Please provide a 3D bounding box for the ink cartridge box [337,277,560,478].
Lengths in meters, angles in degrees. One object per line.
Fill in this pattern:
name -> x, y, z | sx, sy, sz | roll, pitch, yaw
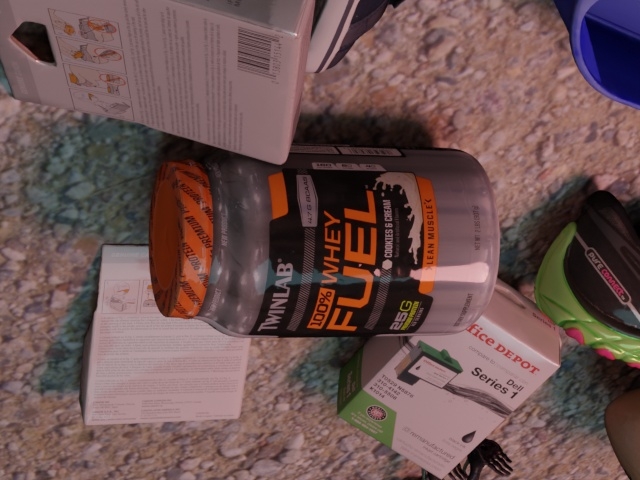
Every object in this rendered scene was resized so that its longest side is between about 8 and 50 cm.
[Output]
ink cartridge box -> 0.146, 0.145, 1.686 | 0.160, 0.092, 0.219 | 32, 120, -14

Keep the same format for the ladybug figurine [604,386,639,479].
ladybug figurine -> 0.557, 0.259, 1.831 | 0.449, 0.161, 0.305 | 1, 176, -26

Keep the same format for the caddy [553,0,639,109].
caddy -> 0.370, -0.224, 1.359 | 0.341, 0.179, 0.241 | 16, 126, -31

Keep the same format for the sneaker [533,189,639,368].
sneaker -> 0.484, 0.062, 1.649 | 0.483, 0.185, 0.202 | 13, 105, -17

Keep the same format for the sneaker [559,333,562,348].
sneaker -> 0.215, 0.130, 1.756 | 0.152, 0.053, 0.061 | -14, 134, -3

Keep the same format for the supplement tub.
supplement tub -> 0.000, 0.000, 1.451 | 0.316, 0.193, 0.193 | 0, 134, -19

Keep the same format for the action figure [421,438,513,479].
action figure -> 0.144, 0.375, 1.920 | 0.164, 0.141, 0.275 | -6, 135, -29

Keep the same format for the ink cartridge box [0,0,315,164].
ink cartridge box -> -0.141, -0.168, 1.232 | 0.261, 0.066, 0.296 | 15, 163, 0

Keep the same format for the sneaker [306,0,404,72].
sneaker -> 0.069, -0.270, 1.250 | 0.128, 0.126, 0.321 | 9, 129, -19

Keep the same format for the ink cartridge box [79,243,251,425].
ink cartridge box -> -0.165, 0.095, 1.611 | 0.181, 0.056, 0.224 | 0, 115, -18
